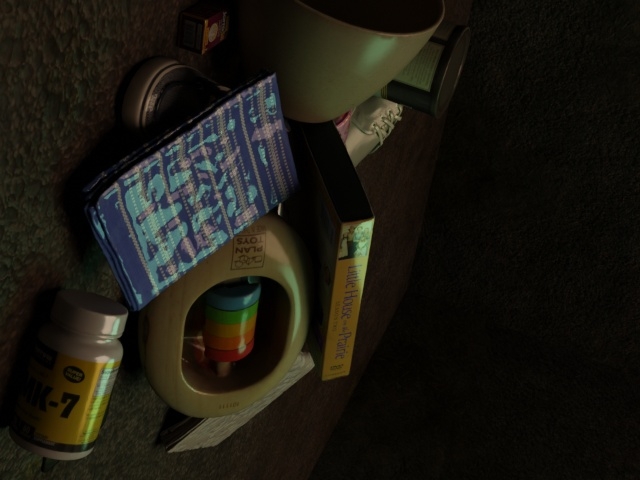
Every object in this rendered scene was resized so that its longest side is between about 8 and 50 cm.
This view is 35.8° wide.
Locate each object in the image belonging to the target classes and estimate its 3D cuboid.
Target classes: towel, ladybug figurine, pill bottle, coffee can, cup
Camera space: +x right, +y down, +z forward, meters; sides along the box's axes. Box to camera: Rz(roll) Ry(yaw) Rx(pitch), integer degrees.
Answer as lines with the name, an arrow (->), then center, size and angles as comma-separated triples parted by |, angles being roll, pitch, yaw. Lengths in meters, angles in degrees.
towel -> -0.169, -0.067, 1.399 | 0.336, 0.040, 0.243 | -38, 141, -23
ladybug figurine -> -0.167, 0.103, 1.677 | 0.162, 0.305, 0.449 | -122, -143, -46
towel -> -0.168, 0.334, 2.119 | 0.317, 0.053, 0.332 | -39, 166, 4
pill bottle -> -0.339, 0.180, 1.345 | 0.119, 0.119, 0.208 | -12, 121, -75
coffee can -> 0.157, -0.400, 2.116 | 0.201, 0.275, 0.201 | 21, 90, -77
cup -> -0.002, -0.328, 1.564 | 0.331, 0.331, 0.237 | -53, 171, -50

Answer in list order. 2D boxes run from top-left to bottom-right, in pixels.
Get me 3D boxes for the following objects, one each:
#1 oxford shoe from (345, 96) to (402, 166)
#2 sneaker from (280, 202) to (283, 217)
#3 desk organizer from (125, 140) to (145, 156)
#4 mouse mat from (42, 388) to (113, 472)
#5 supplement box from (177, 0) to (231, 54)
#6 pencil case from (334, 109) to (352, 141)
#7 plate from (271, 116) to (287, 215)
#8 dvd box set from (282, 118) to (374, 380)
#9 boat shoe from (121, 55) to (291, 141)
oxford shoe -> 0.131, -0.310, 2.485 | 0.169, 0.130, 0.449 | 78, 36, -70
sneaker -> -0.059, -0.015, 2.068 | 0.366, 0.137, 0.210 | 108, 6, -68
desk organizer -> -0.270, -0.072, 1.401 | 0.050, 0.047, 0.130 | 93, 21, -59
mouse mat -> -0.377, 0.268, 1.575 | 0.189, 0.007, 0.153 | -37, 145, -65
supplement box -> -0.170, -0.313, 1.444 | 0.083, 0.043, 0.055 | -52, 157, -53
pencil case -> -0.008, -0.219, 1.975 | 0.284, 0.124, 0.124 | 112, 2, -72
plate -> -0.086, -0.154, 1.821 | 0.278, 0.045, 0.277 | -147, -119, -88
dvd box set -> 0.000, 0.000, 1.722 | 0.420, 0.062, 0.308 | 96, -21, -47
boat shoe -> -0.153, -0.181, 1.457 | 0.340, 0.158, 0.127 | -17, 126, -74
